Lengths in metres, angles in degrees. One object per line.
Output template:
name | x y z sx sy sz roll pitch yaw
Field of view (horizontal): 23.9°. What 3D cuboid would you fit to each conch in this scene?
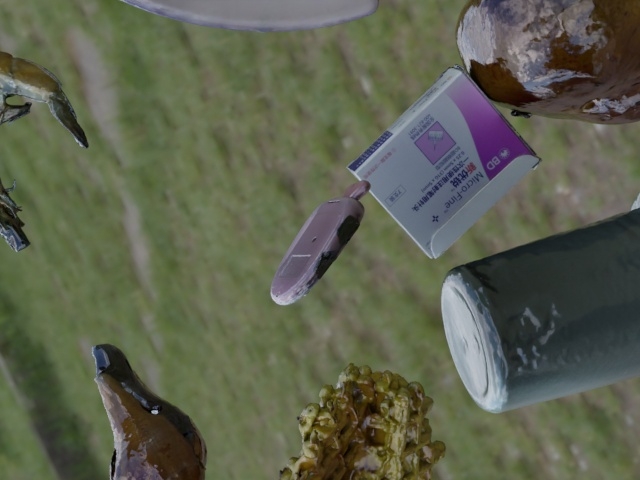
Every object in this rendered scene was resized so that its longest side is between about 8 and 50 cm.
conch | -0.139 0.182 1.295 0.080 0.086 0.233 -48 44 49

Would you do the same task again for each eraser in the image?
eraser | -0.067 -0.243 1.151 0.059 0.243 0.204 51 150 46

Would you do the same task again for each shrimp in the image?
shrimp | -0.314 -0.094 1.538 0.051 0.150 0.217 -111 3 -64

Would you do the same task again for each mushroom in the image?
mushroom | 0.341 -0.289 1.977 0.345 0.345 0.260 119 154 -73

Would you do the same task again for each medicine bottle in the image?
medicine bottle | 0.162 -0.102 1.979 0.171 0.201 0.052 48 177 -17

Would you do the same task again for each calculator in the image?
calculator | 0.000 0.000 1.629 0.024 0.166 0.103 39 162 -20

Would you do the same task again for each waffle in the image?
waffle | 0.030 0.197 1.209 0.070 0.193 0.197 16 175 30

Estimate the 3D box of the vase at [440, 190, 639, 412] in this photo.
vase | 0.301 0.077 1.791 0.245 0.291 0.245 166 90 -80
